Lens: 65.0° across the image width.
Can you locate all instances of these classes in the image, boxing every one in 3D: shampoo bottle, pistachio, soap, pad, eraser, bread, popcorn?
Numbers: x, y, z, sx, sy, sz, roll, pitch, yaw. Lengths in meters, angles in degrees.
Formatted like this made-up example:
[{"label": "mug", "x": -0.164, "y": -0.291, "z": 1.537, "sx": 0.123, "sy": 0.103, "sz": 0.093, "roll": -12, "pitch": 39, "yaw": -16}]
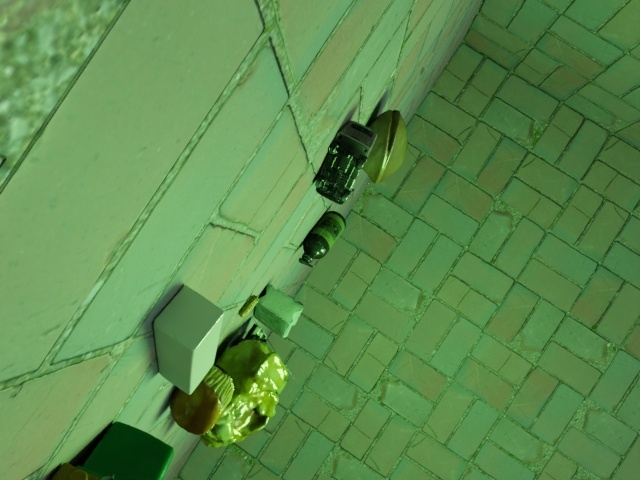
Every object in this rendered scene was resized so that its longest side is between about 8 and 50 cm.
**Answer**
[{"label": "shampoo bottle", "x": 0.000, "y": 0.000, "z": 1.941, "sx": 0.284, "sy": 0.101, "sz": 0.101, "roll": -52, "pitch": 174, "yaw": -42}, {"label": "pistachio", "x": 0.201, "y": -0.299, "z": 1.608, "sx": 0.260, "sy": 0.162, "sz": 0.213, "roll": 97, "pitch": -7, "yaw": -76}, {"label": "soap", "x": -0.152, "y": 0.253, "z": 1.764, "sx": 0.094, "sy": 0.150, "sz": 0.261, "roll": -59, "pitch": 176, "yaw": -22}, {"label": "pad", "x": -0.167, "y": 0.378, "z": 1.771, "sx": 0.002, "sy": 0.176, "sz": 0.266, "roll": -34, "pitch": -151, "yaw": -11}, {"label": "eraser", "x": -0.226, "y": 0.181, "z": 0.859, "sx": 0.078, "sy": 0.076, "sz": 0.298, "roll": -54, "pitch": 175, "yaw": -32}, {"label": "bread", "x": -0.305, "y": 0.407, "z": 1.279, "sx": 0.190, "sy": 0.132, "sz": 0.114, "roll": -63, "pitch": 174, "yaw": 26}, {"label": "popcorn", "x": -0.270, "y": 0.469, "z": 1.581, "sx": 0.293, "sy": 0.292, "sz": 0.334, "roll": -2, "pitch": -135, "yaw": 37}]

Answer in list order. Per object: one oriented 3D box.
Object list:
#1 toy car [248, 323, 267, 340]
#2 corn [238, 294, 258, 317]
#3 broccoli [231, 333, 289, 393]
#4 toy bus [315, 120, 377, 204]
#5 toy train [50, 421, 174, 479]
[{"label": "toy car", "x": -0.274, "y": 0.423, "z": 2.164, "sx": 0.090, "sy": 0.076, "sz": 0.224, "roll": -57, "pitch": 176, "yaw": -16}, {"label": "corn", "x": -0.210, "y": 0.191, "z": 1.475, "sx": 0.083, "sy": 0.028, "sz": 0.027, "roll": -50, "pitch": 179, "yaw": -30}, {"label": "broccoli", "x": -0.229, "y": 0.467, "z": 1.860, "sx": 0.247, "sy": 0.243, "sz": 0.263, "roll": -43, "pitch": 160, "yaw": -52}, {"label": "toy bus", "x": 0.062, "y": -0.192, "z": 1.253, "sx": 0.108, "sy": 0.096, "sz": 0.199, "roll": -59, "pitch": 176, "yaw": -45}, {"label": "toy train", "x": -0.381, "y": 0.484, "z": 0.825, "sx": 0.429, "sy": 0.178, "sz": 0.249, "roll": -59, "pitch": -174, "yaw": 24}]
